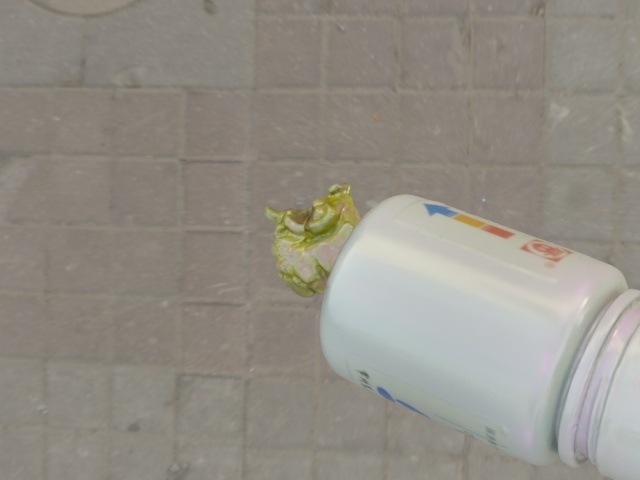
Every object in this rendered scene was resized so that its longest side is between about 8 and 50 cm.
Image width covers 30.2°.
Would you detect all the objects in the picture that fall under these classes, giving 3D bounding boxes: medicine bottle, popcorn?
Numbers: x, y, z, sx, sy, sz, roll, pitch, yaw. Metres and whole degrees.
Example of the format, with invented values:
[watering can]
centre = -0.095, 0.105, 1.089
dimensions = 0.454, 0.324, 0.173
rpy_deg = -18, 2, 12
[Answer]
[medicine bottle]
centre = 0.158, 0.081, 0.938
dimensions = 0.293, 0.170, 0.170
rpy_deg = 20, 95, 29
[popcorn]
centre = 0.001, 0.001, 1.064
dimensions = 0.097, 0.109, 0.089
rpy_deg = -38, 126, -13
